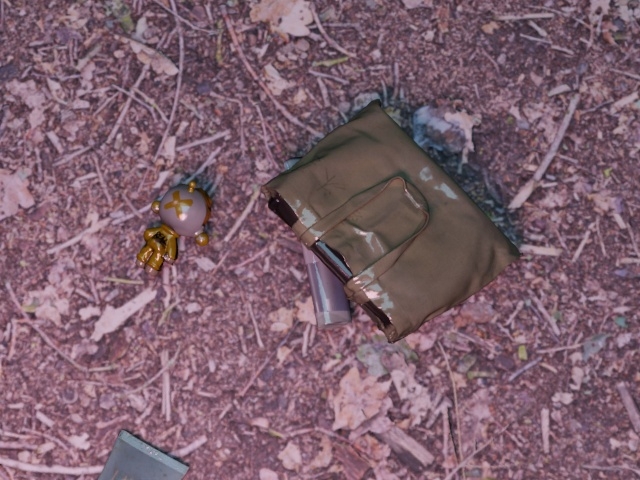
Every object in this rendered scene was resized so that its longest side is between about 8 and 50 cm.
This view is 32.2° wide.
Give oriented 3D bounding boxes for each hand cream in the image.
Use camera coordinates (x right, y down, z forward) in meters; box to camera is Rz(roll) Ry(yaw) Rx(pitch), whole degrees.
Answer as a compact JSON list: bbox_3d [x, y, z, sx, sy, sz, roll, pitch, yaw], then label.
[{"bbox_3d":[0.000,0.000,1.602,0.079,0.048,0.255,-2,77,-30],"label":"hand cream"},{"bbox_3d":[-0.301,0.419,1.505,0.111,0.070,0.312,26,75,8],"label":"hand cream"}]

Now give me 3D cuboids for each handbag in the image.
[{"bbox_3d":[0.097,-0.025,1.567,0.253,0.109,0.316,-38,83,-27],"label":"handbag"}]

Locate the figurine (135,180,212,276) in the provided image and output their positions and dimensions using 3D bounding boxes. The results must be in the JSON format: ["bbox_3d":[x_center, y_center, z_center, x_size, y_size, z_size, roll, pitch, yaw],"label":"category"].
[{"bbox_3d":[-0.217,-0.020,1.604,0.143,0.068,0.101,-34,72,10],"label":"figurine"}]
